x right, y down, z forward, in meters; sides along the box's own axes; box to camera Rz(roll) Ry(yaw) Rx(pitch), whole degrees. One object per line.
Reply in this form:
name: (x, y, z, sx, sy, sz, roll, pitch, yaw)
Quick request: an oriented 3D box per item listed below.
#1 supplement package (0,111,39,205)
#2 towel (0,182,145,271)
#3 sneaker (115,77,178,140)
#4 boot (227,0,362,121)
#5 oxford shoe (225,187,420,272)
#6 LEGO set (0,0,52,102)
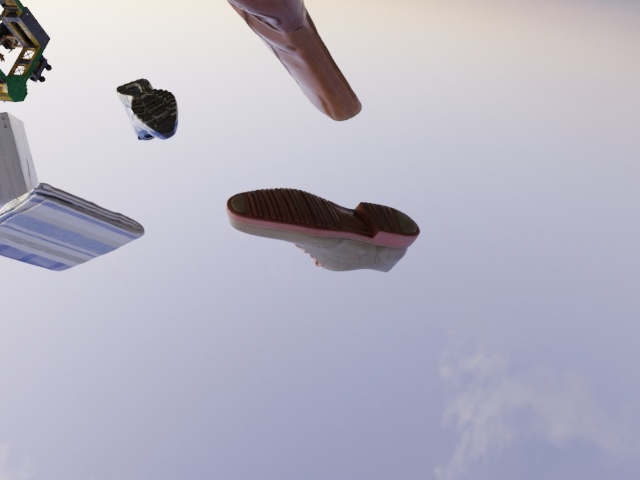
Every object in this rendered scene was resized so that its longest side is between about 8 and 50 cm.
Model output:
supplement package: (-0.753, -0.161, 1.293, 0.203, 0.194, 0.149, -13, -175, -13)
towel: (-0.480, -0.014, 1.050, 0.285, 0.034, 0.209, -19, 149, 34)
sneaker: (-0.476, -0.353, 1.680, 0.130, 0.147, 0.330, -27, -140, -17)
boot: (-0.074, -0.274, 0.612, 0.264, 0.096, 0.280, 44, -177, 27)
oxford shoe: (0.000, 0.000, 1.012, 0.348, 0.130, 0.123, 10, -146, -20)
LEGO set: (-0.747, -0.452, 1.230, 0.192, 0.254, 0.331, 8, 162, 14)
